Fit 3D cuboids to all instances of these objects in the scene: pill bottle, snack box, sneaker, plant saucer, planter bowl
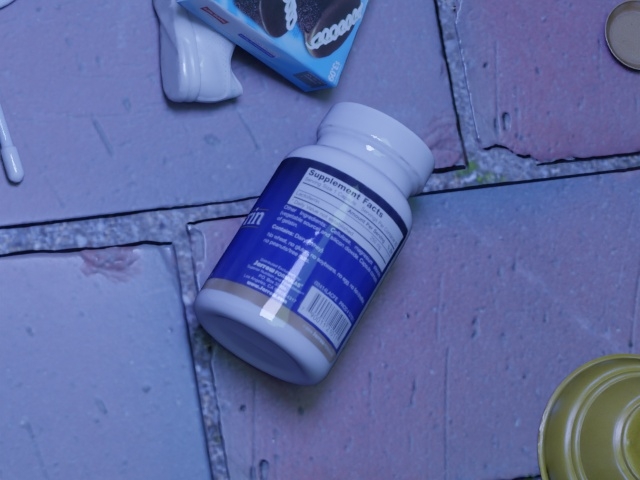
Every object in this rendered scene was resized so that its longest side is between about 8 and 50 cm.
[{"bbox_3d":[0.000,0.000,1.848,0.153,0.153,0.264,34,71,-5],"label":"pill bottle"},{"bbox_3d":[-0.013,-0.341,1.932,0.187,0.060,0.322,32,68,-32],"label":"snack box"},{"bbox_3d":[-0.120,-0.247,1.922,0.094,0.080,0.212,0,84,-27],"label":"sneaker"},{"bbox_3d":[0.356,-0.229,2.066,0.083,0.015,0.083,3,76,-15],"label":"plant saucer"},{"bbox_3d":[0.344,0.218,1.923,0.217,0.090,0.217,3,76,-14],"label":"planter bowl"}]

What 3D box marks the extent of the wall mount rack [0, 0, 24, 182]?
[{"bbox_3d":[-0.402,-0.200,1.771,0.350,0.130,0.304,-12,120,-36],"label":"wall mount rack"}]
